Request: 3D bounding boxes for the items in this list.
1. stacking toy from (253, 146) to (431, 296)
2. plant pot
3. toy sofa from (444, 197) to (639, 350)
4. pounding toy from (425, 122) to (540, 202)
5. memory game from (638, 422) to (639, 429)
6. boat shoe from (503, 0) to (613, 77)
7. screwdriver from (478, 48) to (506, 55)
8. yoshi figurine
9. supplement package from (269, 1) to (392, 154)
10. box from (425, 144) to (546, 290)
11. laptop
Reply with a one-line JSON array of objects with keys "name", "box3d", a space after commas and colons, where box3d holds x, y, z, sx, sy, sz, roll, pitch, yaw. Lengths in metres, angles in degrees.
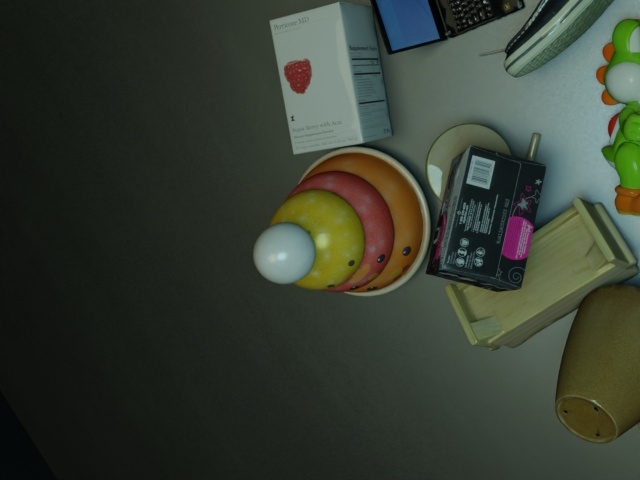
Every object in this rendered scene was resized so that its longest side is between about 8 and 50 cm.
[{"name": "stacking toy", "box3d": [0.000, 0.000, 1.629, 0.350, 0.480, 0.351, 7, 105, 26]}, {"name": "plant pot", "box3d": [0.555, 0.254, 1.477, 0.237, 0.254, 0.237, 27, 140, 25]}, {"name": "toy sofa", "box3d": [0.460, 0.079, 1.623, 0.362, 0.177, 0.150, -39, 59, 29]}, {"name": "pounding toy", "box3d": [0.332, -0.151, 1.657, 0.236, 0.110, 0.183, 5, 94, -4]}, {"name": "memory game", "box3d": [0.684, 0.318, 1.624, 0.186, 0.012, 0.186, 6, 105, 25]}, {"name": "boat shoe", "box3d": [0.494, -0.523, 1.429, 0.156, 0.186, 0.500, 42, 110, 14]}, {"name": "screwdriver", "box3d": [0.404, -0.399, 1.590, 0.169, 0.024, 0.025, -2, 130, 27]}, {"name": "yoshi figurine", "box3d": [0.630, -0.235, 1.432, 0.202, 0.203, 0.363, -8, 96, 12]}, {"name": "supplement package", "box3d": [0.026, -0.352, 1.706, 0.177, 0.175, 0.293, -6, 99, 29]}, {"name": "box", "box3d": [0.318, -0.037, 1.522, 0.163, 0.142, 0.248, 14, 82, -4]}, {"name": "laptop", "box3d": [0.240, -0.534, 1.577, 0.264, 0.136, 0.234, -16, 95, 29]}]
